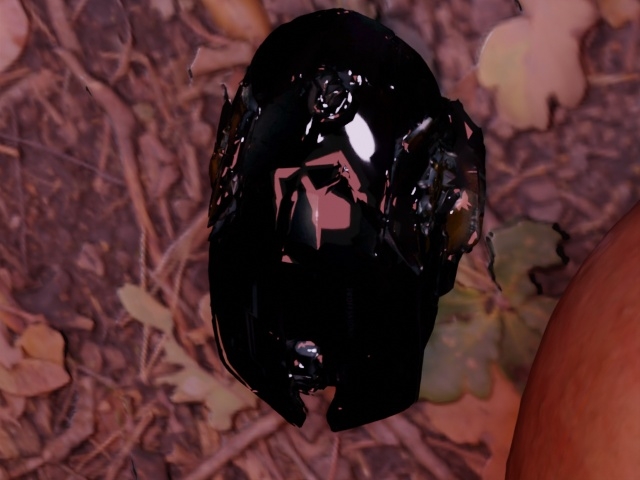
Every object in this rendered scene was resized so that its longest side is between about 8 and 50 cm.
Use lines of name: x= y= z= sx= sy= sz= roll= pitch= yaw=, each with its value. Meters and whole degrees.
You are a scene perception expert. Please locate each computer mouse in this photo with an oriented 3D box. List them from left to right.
computer mouse: x=0.000 y=0.000 z=0.794 sx=0.146 sy=0.077 sz=0.242 roll=14 pitch=122 yaw=21

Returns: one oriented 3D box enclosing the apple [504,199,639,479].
apple: x=0.241 y=0.122 z=0.589 sx=0.363 sy=0.364 sz=0.364 roll=12 pitch=121 yaw=20
